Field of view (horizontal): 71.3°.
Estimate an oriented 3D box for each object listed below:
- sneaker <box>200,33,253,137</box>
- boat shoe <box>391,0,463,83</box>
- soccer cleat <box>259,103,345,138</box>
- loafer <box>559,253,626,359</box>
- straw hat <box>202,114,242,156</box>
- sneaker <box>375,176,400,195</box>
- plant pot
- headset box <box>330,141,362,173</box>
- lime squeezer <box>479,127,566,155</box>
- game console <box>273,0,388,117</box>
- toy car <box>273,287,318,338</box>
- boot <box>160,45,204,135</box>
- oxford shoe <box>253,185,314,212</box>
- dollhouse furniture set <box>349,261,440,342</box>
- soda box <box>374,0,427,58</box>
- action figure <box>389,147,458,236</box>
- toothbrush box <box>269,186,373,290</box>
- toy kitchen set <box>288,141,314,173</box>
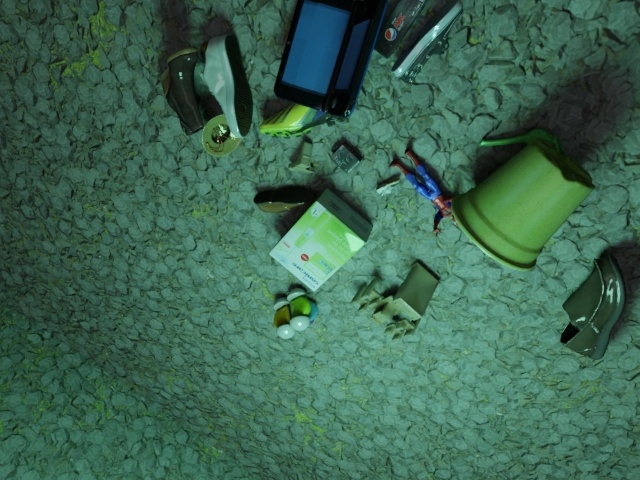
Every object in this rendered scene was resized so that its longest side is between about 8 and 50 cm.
[{"bbox_3d":[-0.285,-0.453,1.338,0.123,0.106,0.289,2,110,26],"label":"sneaker"},{"bbox_3d":[0.281,-0.493,1.128,0.076,0.080,0.228,31,123,-21],"label":"boat shoe"},{"bbox_3d":[-0.054,-0.380,1.313,0.290,0.093,0.120,-9,90,27],"label":"soccer cleat"},{"bbox_3d":[0.789,0.205,1.313,0.130,0.133,0.365,4,120,17],"label":"loafer"},{"bbox_3d":[-0.323,-0.346,1.424,0.061,0.145,0.144,49,136,41],"label":"straw hat"},{"bbox_3d":[0.212,-0.165,1.368,0.083,0.031,0.037,-24,122,34],"label":"sneaker"},{"bbox_3d":[0.525,-0.107,1.135,0.276,0.276,0.253,33,126,-1],"label":"plant pot"},{"bbox_3d":[0.075,-0.254,1.359,0.083,0.032,0.062,42,123,-9],"label":"headset box"},{"bbox_3d":[0.591,-0.229,1.180,0.311,0.058,0.109,25,123,3],"label":"lime squeezer"},{"bbox_3d":[0.013,-0.481,1.126,0.174,0.250,0.292,13,104,-18],"label":"game console"},{"bbox_3d":[-0.085,0.280,1.671,0.136,0.159,0.182,25,132,-38],"label":"toy car"},{"bbox_3d":[-0.390,-0.442,1.339,0.249,0.090,0.206,-11,106,55],"label":"boot"},{"bbox_3d":[-0.113,-0.129,1.485,0.213,0.076,0.076,-1,143,23],"label":"oxford shoe"},{"bbox_3d":[0.265,0.199,1.519,0.212,0.161,0.242,42,145,-7],"label":"dollhouse furniture set"},{"bbox_3d":[0.201,-0.552,1.131,0.060,0.053,0.168,37,123,-3],"label":"soda box"},{"bbox_3d":[0.317,-0.127,1.291,0.280,0.139,0.091,43,124,-11],"label":"action figure"},{"bbox_3d":[0.000,0.000,1.479,0.206,0.122,0.283,41,125,-6],"label":"toothbrush box"},{"bbox_3d":[-0.049,-0.257,1.407,0.068,0.075,0.083,13,170,-31],"label":"toy kitchen set"}]
